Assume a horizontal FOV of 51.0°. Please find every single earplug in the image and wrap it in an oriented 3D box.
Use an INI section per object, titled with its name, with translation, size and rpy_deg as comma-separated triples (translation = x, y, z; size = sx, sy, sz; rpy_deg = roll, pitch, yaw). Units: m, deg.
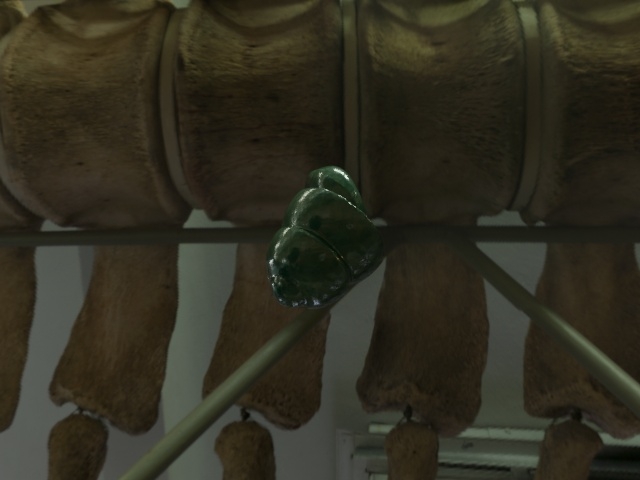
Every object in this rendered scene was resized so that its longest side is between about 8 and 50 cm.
[earplug]
translation = -0.007, -0.004, 1.023
size = 0.257, 0.280, 0.164
rpy_deg = -16, -62, 47
